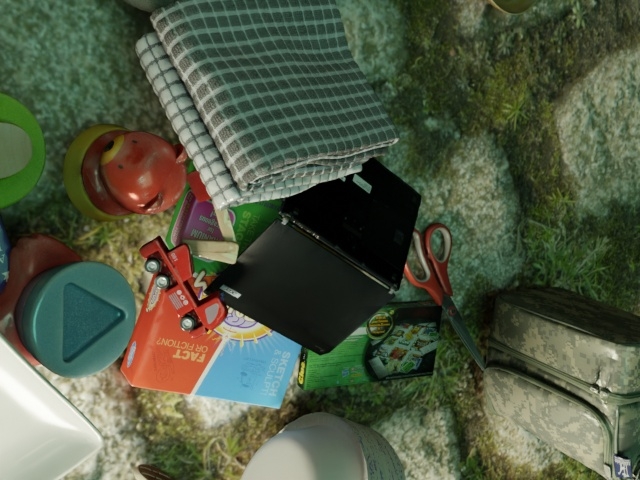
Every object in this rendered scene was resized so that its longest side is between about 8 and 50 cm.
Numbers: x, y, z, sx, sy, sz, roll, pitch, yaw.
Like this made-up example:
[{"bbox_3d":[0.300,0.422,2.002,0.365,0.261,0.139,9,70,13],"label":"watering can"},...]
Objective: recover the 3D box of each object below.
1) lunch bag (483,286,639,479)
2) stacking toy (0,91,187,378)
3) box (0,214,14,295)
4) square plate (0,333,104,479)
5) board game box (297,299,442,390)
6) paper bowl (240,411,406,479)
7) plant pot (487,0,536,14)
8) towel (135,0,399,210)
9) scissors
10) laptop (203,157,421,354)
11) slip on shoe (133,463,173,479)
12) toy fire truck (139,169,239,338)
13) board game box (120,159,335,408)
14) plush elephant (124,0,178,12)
[{"bbox_3d":[0.443,0.244,1.252,0.212,0.305,0.256,-4,107,-38],"label":"lunch bag"},{"bbox_3d":[-0.291,-0.011,0.772,0.279,0.130,0.309,26,77,-48],"label":"stacking toy"},{"bbox_3d":[-0.428,0.063,0.841,0.153,0.108,0.207,-21,112,-23],"label":"box"},{"bbox_3d":[-0.453,0.175,0.690,0.344,0.049,0.347,-36,113,-5],"label":"square plate"},{"bbox_3d":[0.087,0.172,1.201,0.259,0.030,0.136,0,106,-29],"label":"board game box"},{"bbox_3d":[-0.019,0.394,1.053,0.148,0.284,0.284,30,88,-31],"label":"paper bowl"},{"bbox_3d":[0.278,-0.464,1.092,0.236,0.032,0.236,-5,97,-46],"label":"plant pot"},{"bbox_3d":[-0.049,-0.180,0.869,0.283,0.121,0.235,-22,77,-44],"label":"towel"},{"bbox_3d":[0.207,0.109,1.227,0.109,0.021,0.297,-23,104,-27],"label":"scissors"},{"bbox_3d":[0.000,0.000,1.038,0.234,0.136,0.264,33,61,-32],"label":"laptop"},{"bbox_3d":[-0.232,0.381,1.074,0.041,0.051,0.135,-45,127,3],"label":"slip on shoe"},{"bbox_3d":[-0.156,0.016,0.926,0.135,0.047,0.192,-30,99,-2],"label":"toy fire truck"},{"bbox_3d":[-0.120,0.072,1.037,0.242,0.064,0.316,16,95,-31],"label":"board game box"},{"bbox_3d":[-0.177,-0.393,0.765,0.330,0.255,0.272,9,99,-30],"label":"plush elephant"}]
